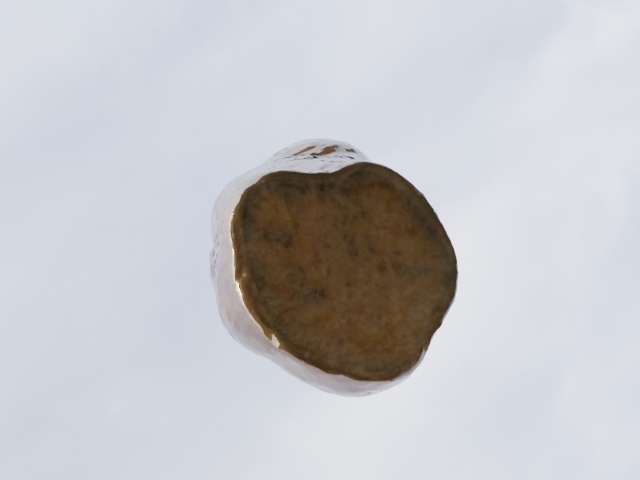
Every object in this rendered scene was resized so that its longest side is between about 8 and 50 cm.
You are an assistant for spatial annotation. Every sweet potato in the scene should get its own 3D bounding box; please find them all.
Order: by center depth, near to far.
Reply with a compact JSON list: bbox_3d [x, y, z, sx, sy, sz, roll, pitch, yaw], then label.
[{"bbox_3d":[0.000,0.000,0.459,0.097,0.251,0.097,-1,-80,-3],"label":"sweet potato"}]
